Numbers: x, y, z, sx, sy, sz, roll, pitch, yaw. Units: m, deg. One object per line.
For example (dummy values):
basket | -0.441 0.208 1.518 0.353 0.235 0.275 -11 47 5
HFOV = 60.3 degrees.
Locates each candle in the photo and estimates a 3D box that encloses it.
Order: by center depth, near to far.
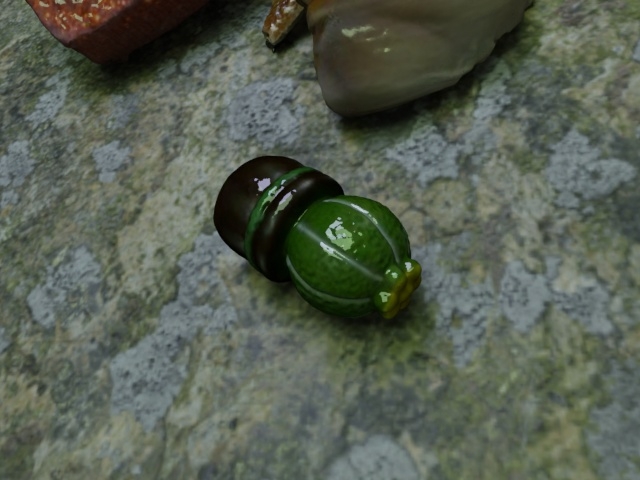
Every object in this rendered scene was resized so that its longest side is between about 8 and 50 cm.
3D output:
candle | -0.238 -0.344 0.589 0.317 0.131 0.287 17 97 4

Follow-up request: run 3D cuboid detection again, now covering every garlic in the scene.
garlic | 0.084 -0.241 0.493 0.228 0.110 0.217 -19 76 -2

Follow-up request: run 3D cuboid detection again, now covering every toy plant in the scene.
toy plant | 0.000 0.000 0.415 0.162 0.093 0.093 31 74 26

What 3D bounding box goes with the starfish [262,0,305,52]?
starfish | 0.058 -0.455 0.596 0.383 0.132 0.398 -19 71 4
